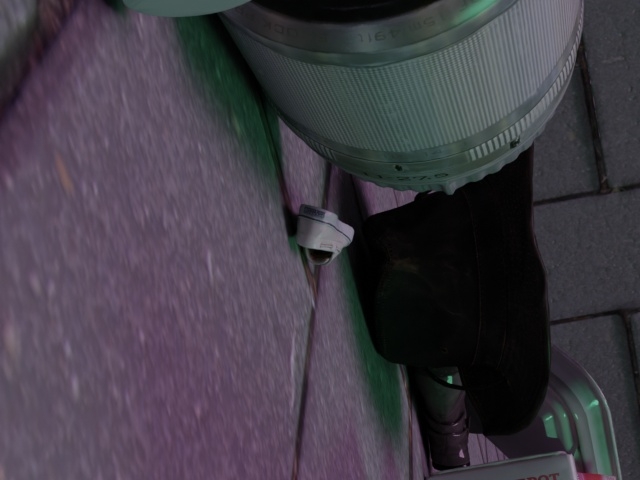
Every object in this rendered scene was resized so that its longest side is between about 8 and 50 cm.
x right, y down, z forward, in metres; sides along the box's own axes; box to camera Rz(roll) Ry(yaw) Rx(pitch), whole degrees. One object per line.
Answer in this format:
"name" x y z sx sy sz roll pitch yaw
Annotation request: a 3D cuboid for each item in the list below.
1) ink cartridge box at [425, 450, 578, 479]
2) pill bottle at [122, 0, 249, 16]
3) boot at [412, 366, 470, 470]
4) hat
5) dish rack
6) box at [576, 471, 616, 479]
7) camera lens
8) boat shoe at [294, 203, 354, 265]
"ink cartridge box" 0.204 0.335 1.388 0.093 0.154 0.212 47 33 -73
"pill bottle" -0.065 -0.174 0.591 0.078 0.078 0.137 33 46 -77
"boot" 0.139 0.140 1.522 0.246 0.083 0.161 -72 157 -61
"hat" 0.104 0.028 1.213 0.331 0.134 0.331 180 -90 -84
"dish rack" 0.251 0.211 1.727 0.333 0.072 0.285 41 -25 48
"box" 0.264 0.423 1.526 0.142 0.154 0.300 123 -30 -50
"camera lens" 0.046 -0.167 0.815 0.274 0.219 0.219 55 26 -68
"boat shoe" 0.000 0.000 0.942 0.100 0.035 0.035 46 61 -80
